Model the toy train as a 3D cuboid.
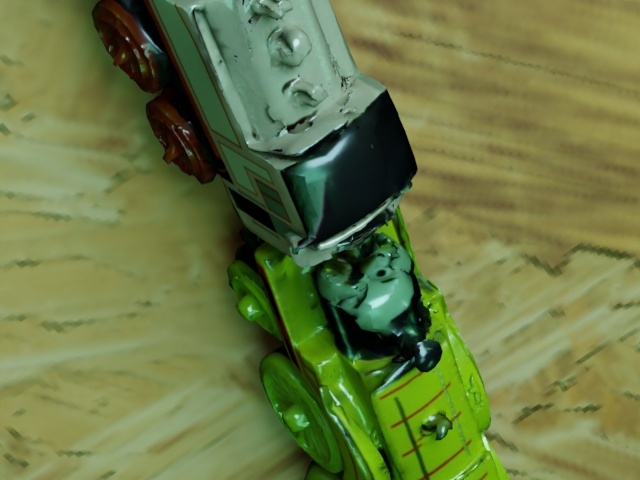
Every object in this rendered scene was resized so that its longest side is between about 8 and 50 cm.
[{"bbox_3d":[0.000,0.000,0.513,0.053,0.085,0.250,-34,125,-18],"label":"toy train"}]
